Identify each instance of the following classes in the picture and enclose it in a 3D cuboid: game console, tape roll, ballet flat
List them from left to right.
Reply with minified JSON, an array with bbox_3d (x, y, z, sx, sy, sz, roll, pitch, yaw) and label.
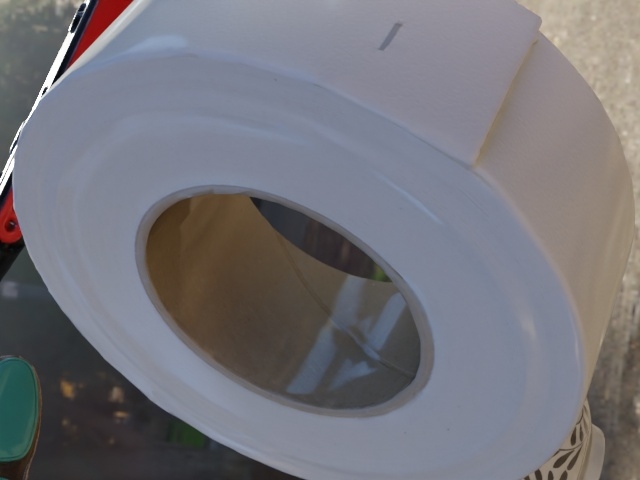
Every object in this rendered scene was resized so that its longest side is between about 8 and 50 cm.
[{"bbox_3d":[-0.445,0.314,1.461,0.106,0.108,0.315,137,141,-55],"label":"ballet flat"},{"bbox_3d":[-0.244,-0.096,0.956,0.386,0.060,0.342,-33,30,61],"label":"game console"},{"bbox_3d":[0.000,0.000,0.521,0.100,0.286,0.286,-59,-9,-39],"label":"tape roll"}]

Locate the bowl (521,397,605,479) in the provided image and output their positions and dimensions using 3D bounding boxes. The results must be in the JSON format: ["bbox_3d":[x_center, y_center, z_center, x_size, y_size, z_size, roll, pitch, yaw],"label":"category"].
[{"bbox_3d":[0.129,0.141,0.691,0.170,0.080,0.170,21,-90,-88],"label":"bowl"}]
